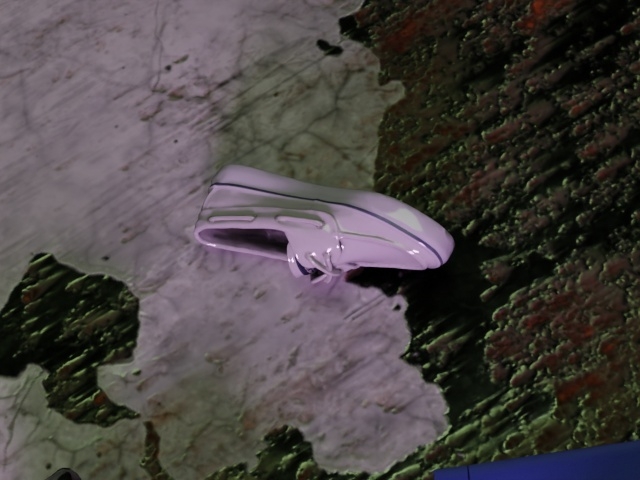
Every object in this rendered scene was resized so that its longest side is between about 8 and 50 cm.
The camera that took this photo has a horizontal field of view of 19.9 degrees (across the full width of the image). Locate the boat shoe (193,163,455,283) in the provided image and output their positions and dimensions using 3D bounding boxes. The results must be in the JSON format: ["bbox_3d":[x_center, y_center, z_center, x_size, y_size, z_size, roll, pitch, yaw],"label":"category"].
[{"bbox_3d":[0.000,0.000,1.705,0.258,0.095,0.084,12,65,31],"label":"boat shoe"}]

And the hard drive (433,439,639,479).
[{"bbox_3d":[0.263,0.265,1.498,0.318,0.040,0.210,-9,56,6],"label":"hard drive"}]

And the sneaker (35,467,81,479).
[{"bbox_3d":[-0.269,0.228,1.510,0.132,0.228,0.086,-32,70,31],"label":"sneaker"}]
